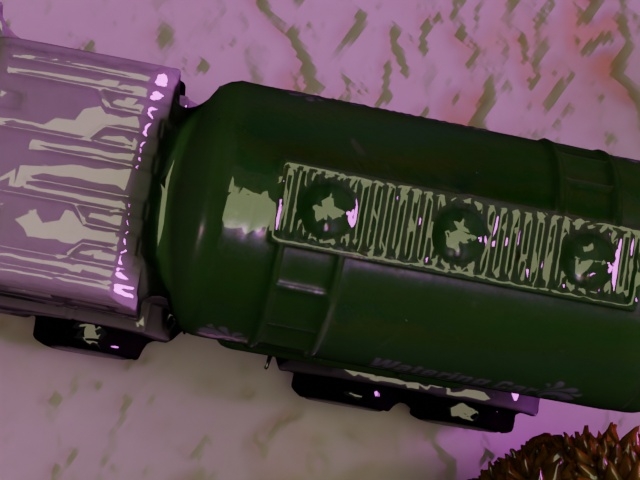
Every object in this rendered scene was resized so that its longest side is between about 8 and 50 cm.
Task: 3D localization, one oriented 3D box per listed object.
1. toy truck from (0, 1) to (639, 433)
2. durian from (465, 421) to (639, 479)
[{"bbox_3d":[0.000,0.000,0.535,0.242,0.125,0.101,11,84,-6],"label":"toy truck"},{"bbox_3d":[0.099,0.136,0.531,0.158,0.137,0.168,-25,65,1],"label":"durian"}]
